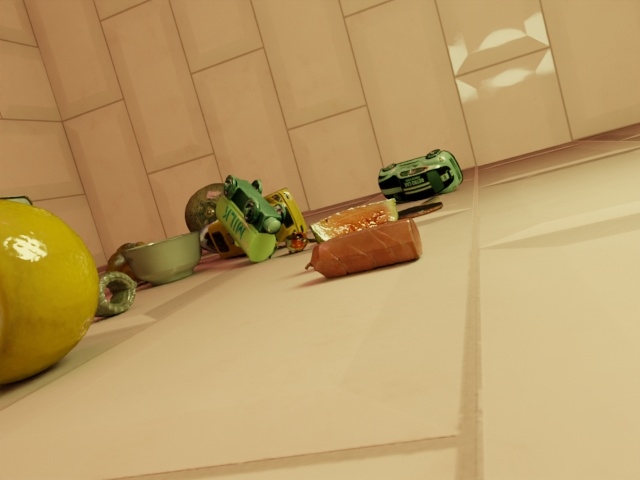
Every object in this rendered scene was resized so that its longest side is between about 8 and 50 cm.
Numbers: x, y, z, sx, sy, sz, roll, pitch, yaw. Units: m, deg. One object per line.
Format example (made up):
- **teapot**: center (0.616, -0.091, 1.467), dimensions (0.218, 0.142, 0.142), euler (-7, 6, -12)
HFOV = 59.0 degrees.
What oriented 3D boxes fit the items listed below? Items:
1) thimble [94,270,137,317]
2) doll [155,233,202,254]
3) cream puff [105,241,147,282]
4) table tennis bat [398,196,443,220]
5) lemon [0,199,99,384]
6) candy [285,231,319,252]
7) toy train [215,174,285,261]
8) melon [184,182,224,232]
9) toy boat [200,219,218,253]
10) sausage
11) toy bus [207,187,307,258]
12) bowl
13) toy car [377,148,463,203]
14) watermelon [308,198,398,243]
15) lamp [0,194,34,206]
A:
- **thimble**: center (-0.418, 0.105, 1.118), dimensions (0.062, 0.084, 0.110), euler (-14, 8, 21)
- **doll**: center (-0.478, 0.047, 1.758), dimensions (0.221, 0.105, 0.115), euler (-15, 12, -11)
- **cream puff**: center (-0.538, 0.079, 1.634), dimensions (0.146, 0.116, 0.146), euler (-15, 48, 17)
- **table tennis bat**: center (0.259, -0.083, 1.456), dimensions (0.130, 0.019, 0.220), euler (-10, 9, 35)
- **lemon**: center (-0.408, 0.061, 0.743), dimensions (0.240, 0.240, 0.219), euler (-14, 2, 17)
- **candy**: center (0.000, 0.000, 1.290), dimensions (0.185, 0.049, 0.055), euler (-3, 42, 30)
- **toy train**: center (-0.177, -0.054, 1.379), dimensions (0.105, 0.157, 0.253), euler (5, 26, -37)
- **melon**: center (-0.368, -0.090, 2.111), dimensions (0.249, 0.248, 0.329), euler (-15, -1, 7)
- **toy boat**: center (-0.284, -0.018, 1.797), dimensions (0.262, 0.114, 0.115), euler (-10, 6, -29)
- **sausage**: center (0.060, 0.016, 0.828), dimensions (0.169, 0.065, 0.065), euler (-14, 6, 22)
- **toy bus**: center (-0.182, -0.036, 1.589), dimensions (0.151, 0.145, 0.331), euler (-29, 9, -34)
- **bowl**: center (-0.404, 0.051, 1.491), dimensions (0.211, 0.112, 0.211), euler (-16, 6, 2)
- **toy car**: center (0.316, -0.196, 1.886), dimensions (0.306, 0.136, 0.125), euler (-13, 27, 39)
- **watermelon**: center (0.070, -0.004, 0.971), dimensions (0.163, 0.087, 0.069), euler (-18, 37, -14)
- **lamp**: center (-0.526, 0.062, 0.919), dimensions (0.047, 0.266, 0.269), euler (-12, 5, 4)
